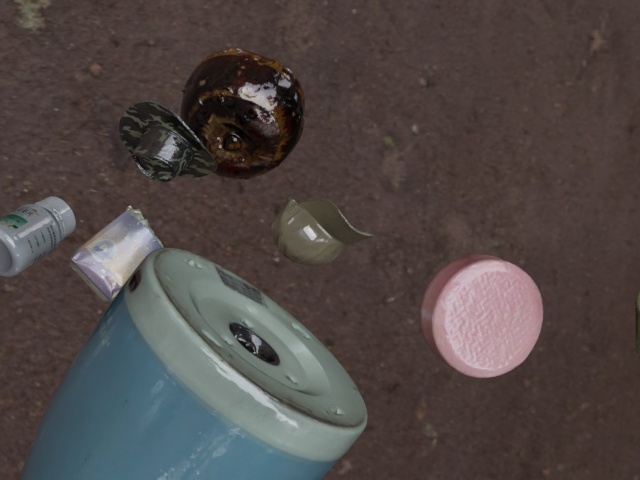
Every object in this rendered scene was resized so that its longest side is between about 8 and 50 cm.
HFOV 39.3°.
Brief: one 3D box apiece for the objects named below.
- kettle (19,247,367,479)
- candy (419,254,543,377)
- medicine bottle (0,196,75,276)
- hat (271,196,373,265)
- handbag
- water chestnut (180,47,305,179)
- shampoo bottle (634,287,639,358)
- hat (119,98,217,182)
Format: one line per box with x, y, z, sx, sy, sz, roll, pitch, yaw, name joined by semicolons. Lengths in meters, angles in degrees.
-0.162;0.199;0.864;0.247;0.319;0.342;34;102;-23;kettle
0.324;0.156;1.789;0.255;0.094;0.255;-2;98;-15;candy
-0.420;-0.009;1.290;0.130;0.080;0.080;-45;130;-52;medicine bottle
0.000;0.000;1.774;0.166;0.173;0.144;38;88;-22;hat
-0.379;0.022;1.702;0.117;0.095;0.173;49;65;-10;handbag
-0.166;-0.289;1.967;0.300;0.300;0.299;-12;108;-41;water chestnut
0.469;0.128;1.220;0.079;0.079;0.162;-46;140;-26;shampoo bottle
-0.174;-0.096;0.976;0.121;0.121;0.050;59;46;-35;hat
